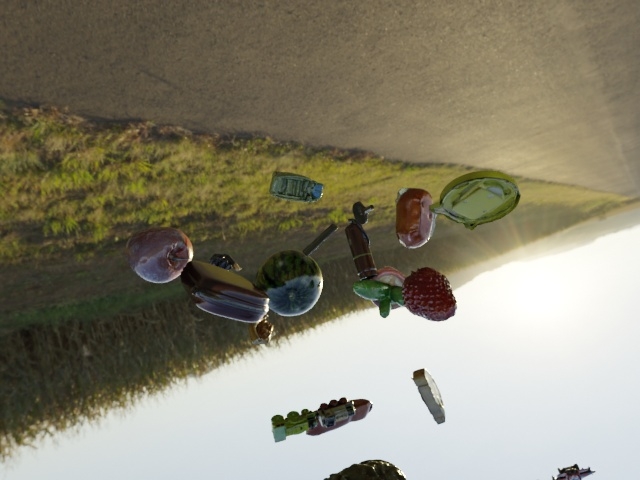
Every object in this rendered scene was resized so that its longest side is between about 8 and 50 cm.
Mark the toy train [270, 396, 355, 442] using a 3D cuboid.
[{"bbox_3d":[-0.018,0.503,1.222,0.250,0.053,0.085,-9,-168,-17],"label":"toy train"}]

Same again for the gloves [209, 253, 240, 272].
[{"bbox_3d":[-0.512,0.143,2.302,0.106,0.180,0.129,-48,127,6],"label":"gloves"}]

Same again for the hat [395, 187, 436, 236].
[{"bbox_3d":[0.498,-0.130,2.372,0.168,0.257,0.301,-21,132,-16],"label":"hat"}]

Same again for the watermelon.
[{"bbox_3d":[-0.133,0.177,1.820,0.285,0.285,0.285,-18,172,-3],"label":"watermelon"}]

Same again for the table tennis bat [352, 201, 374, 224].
[{"bbox_3d":[0.233,-0.156,2.356,0.022,0.131,0.234,-20,179,-20],"label":"table tennis bat"}]

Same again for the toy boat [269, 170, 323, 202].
[{"bbox_3d":[-0.109,-0.217,1.752,0.084,0.111,0.276,26,-163,38],"label":"toy boat"}]

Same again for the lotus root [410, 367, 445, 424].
[{"bbox_3d":[0.556,0.771,2.186,0.075,0.260,0.170,-30,175,19],"label":"lotus root"}]

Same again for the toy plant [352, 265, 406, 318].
[{"bbox_3d":[0.315,0.245,2.138,0.317,0.210,0.356,14,-167,4],"label":"toy plant"}]

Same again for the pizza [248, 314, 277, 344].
[{"bbox_3d":[-0.289,0.439,2.137,0.056,0.134,0.271,-63,174,14],"label":"pizza"}]

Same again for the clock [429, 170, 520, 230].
[{"bbox_3d":[0.581,-0.160,1.600,0.277,0.071,0.294,25,143,-28],"label":"clock"}]

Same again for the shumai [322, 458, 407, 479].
[{"bbox_3d":[0.105,0.675,1.105,0.218,0.255,0.189,29,116,-24],"label":"shumai"}]

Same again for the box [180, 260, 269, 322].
[{"bbox_3d":[-0.332,0.168,1.465,0.263,0.108,0.404,21,179,-27],"label":"box"}]

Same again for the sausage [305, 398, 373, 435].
[{"bbox_3d":[0.080,0.775,1.918,0.349,0.097,0.094,-6,-152,-30],"label":"sausage"}]

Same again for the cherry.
[{"bbox_3d":[-0.621,0.054,1.678,0.286,0.212,0.236,11,-170,22],"label":"cherry"}]

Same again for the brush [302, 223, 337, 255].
[{"bbox_3d":[0.000,0.000,1.768,0.190,0.034,0.027,-44,159,-25],"label":"brush"}]

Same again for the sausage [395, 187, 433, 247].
[{"bbox_3d":[0.415,-0.098,1.907,0.153,0.267,0.141,4,-179,-39],"label":"sausage"}]

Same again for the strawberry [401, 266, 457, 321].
[{"bbox_3d":[0.431,0.224,1.654,0.205,0.205,0.244,-16,-154,-15],"label":"strawberry"}]

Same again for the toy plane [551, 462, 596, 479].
[{"bbox_3d":[0.754,0.711,1.297,0.130,0.061,0.189,-22,144,11],"label":"toy plane"}]

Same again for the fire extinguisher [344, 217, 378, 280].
[{"bbox_3d":[0.194,0.031,2.162,0.105,0.341,0.141,-11,161,-13],"label":"fire extinguisher"}]
